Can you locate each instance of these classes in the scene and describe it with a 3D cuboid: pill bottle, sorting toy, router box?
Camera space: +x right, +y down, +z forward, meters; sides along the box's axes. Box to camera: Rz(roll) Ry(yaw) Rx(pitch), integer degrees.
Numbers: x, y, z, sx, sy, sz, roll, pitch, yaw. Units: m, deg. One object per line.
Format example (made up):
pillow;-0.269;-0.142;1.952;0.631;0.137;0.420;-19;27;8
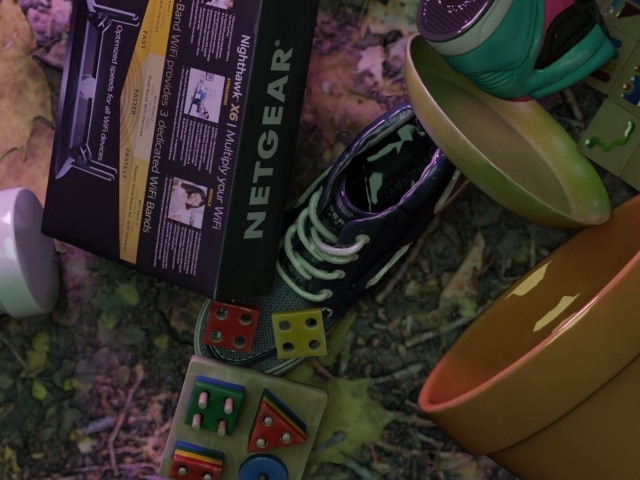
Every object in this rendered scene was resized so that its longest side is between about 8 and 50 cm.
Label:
pill bottle;-0.397;0.033;1.787;0.265;0.153;0.153;-10;83;8
sorting toy;-0.071;0.180;1.722;0.132;0.046;0.274;16;114;-5
router box;-0.132;-0.124;1.705;0.243;0.081;0.308;20;106;39

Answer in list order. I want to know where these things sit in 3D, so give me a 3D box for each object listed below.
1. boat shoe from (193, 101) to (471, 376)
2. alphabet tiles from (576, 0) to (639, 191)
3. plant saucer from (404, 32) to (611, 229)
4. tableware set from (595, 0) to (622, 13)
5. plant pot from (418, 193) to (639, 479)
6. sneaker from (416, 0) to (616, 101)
boat shoe;0.000;0.000;1.717;0.127;0.158;0.340;44;93;11
alphabet tiles;0.381;-0.149;1.640;0.342;0.011;0.285;38;104;37
plant saucer;0.161;-0.091;1.669;0.241;0.241;0.037;46;113;11
tableware set;0.326;-0.257;1.748;0.194;0.039;0.128;37;103;17
plant pot;0.260;0.121;1.614;0.291;0.291;0.203;-42;95;4
sneaker;0.215;-0.242;1.689;0.124;0.178;0.295;12;63;45
